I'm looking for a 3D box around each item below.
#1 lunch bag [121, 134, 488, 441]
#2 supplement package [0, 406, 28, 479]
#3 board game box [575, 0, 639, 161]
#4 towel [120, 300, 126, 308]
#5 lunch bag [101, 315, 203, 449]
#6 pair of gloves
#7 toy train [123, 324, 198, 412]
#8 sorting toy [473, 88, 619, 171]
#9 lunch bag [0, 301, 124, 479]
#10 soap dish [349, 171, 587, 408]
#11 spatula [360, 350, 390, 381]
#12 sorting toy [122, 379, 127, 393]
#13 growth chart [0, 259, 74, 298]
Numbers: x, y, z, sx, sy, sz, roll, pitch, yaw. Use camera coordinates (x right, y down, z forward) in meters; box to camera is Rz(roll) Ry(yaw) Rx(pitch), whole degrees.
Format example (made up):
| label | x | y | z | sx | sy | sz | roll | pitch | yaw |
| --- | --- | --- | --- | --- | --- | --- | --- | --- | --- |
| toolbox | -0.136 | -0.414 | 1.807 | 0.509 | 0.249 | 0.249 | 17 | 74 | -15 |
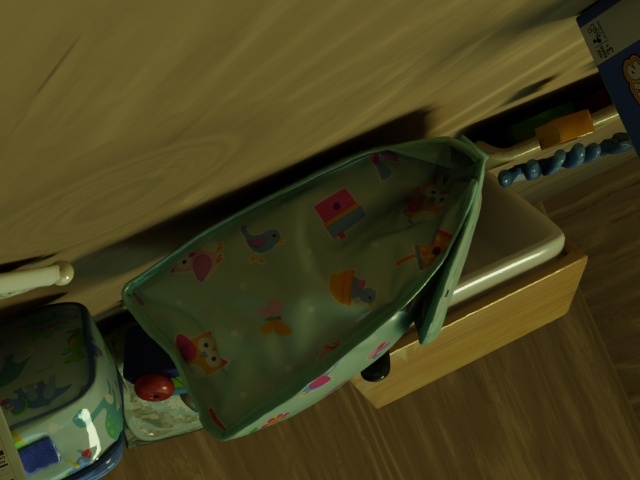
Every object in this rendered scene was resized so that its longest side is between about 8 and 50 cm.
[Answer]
| label | x | y | z | sx | sy | sz | roll | pitch | yaw |
| --- | --- | --- | --- | --- | --- | --- | --- | --- | --- |
| lunch bag | 0.018 | 0.023 | 0.957 | 0.262 | 0.160 | 0.223 | -35 | 172 | 4 |
| supplement package | -0.264 | 0.181 | 0.791 | 0.149 | 0.203 | 0.194 | -19 | 173 | -25 |
| board game box | 0.349 | -0.087 | 0.782 | 0.347 | 0.233 | 0.078 | -21 | 175 | -28 |
| towel | -0.166 | 0.052 | 1.336 | 0.083 | 0.009 | 0.060 | -24 | 175 | 10 |
| lunch bag | -0.152 | 0.145 | 1.588 | 0.235 | 0.169 | 0.287 | -19 | 168 | -12 |
| pair of gloves | 0.257 | -0.086 | 1.195 | 0.198 | 0.023 | 0.159 | -17 | -178 | 1 |
| toy train | -0.073 | 0.122 | 1.374 | 0.248 | 0.105 | 0.143 | -13 | 149 | 18 |
| sorting toy | 0.234 | -0.112 | 1.130 | 0.229 | 0.041 | 0.307 | -18 | 180 | -5 |
| lunch bag | -0.263 | 0.147 | 0.996 | 0.219 | 0.090 | 0.176 | -23 | -153 | -4 |
| soap dish | 0.117 | 0.049 | 1.419 | 0.291 | 0.118 | 0.229 | -25 | -147 | -11 |
| spatula | 0.046 | 0.053 | 1.307 | 0.084 | 0.030 | 0.296 | -13 | -147 | 4 |
| sorting toy | -0.362 | 0.173 | 1.260 | 0.257 | 0.089 | 0.255 | -24 | 176 | 14 |
| growth chart | -0.270 | 0.063 | 0.809 | 0.237 | 0.021 | 0.172 | -27 | 174 | 37 |
